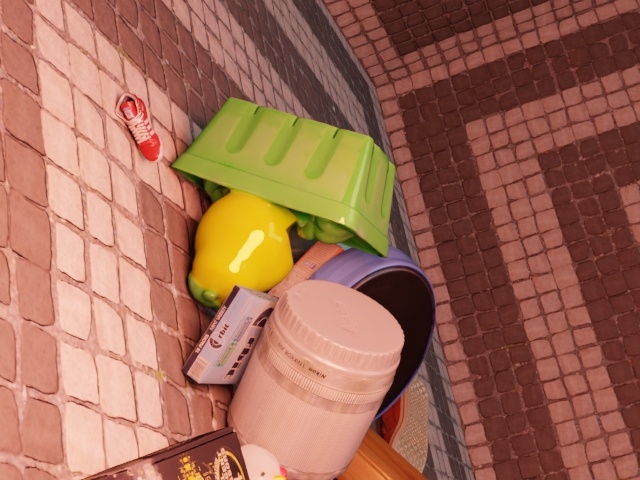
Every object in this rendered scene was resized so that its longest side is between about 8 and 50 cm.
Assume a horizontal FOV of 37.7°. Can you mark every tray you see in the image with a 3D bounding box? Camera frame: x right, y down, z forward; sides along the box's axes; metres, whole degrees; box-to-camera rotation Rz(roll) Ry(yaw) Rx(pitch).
[{"bbox_3d":[0.187,0.530,1.881,0.411,0.076,0.203,40,10,20],"label":"tray"}]

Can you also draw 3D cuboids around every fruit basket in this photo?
[{"bbox_3d":[-0.085,-0.034,1.632,0.283,0.392,0.391,37,37,-65],"label":"fruit basket"}]

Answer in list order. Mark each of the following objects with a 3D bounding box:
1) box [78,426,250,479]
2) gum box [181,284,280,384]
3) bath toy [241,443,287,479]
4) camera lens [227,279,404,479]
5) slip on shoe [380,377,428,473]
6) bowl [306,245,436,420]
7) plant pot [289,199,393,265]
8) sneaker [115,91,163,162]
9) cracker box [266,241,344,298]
[{"bbox_3d":[-0.148,0.449,1.150,0.318,0.097,0.394,8,64,-71],"label":"box"},{"bbox_3d":[-0.127,0.155,1.496,0.041,0.157,0.184,33,1,19],"label":"gum box"},{"bbox_3d":[-0.043,0.463,1.398,0.348,0.151,0.129,65,-5,-15],"label":"bath toy"},{"bbox_3d":[-0.011,0.229,1.492,0.219,0.220,0.274,-73,-174,-67],"label":"camera lens"},{"bbox_3d":[0.205,0.504,2.400,0.123,0.101,0.331,39,41,-26],"label":"slip on shoe"},{"bbox_3d":[0.074,0.197,1.797,0.077,0.391,0.391,29,-19,41],"label":"bowl"},{"bbox_3d":[0.000,0.000,1.984,0.271,0.272,0.255,61,32,-37],"label":"plant pot"},{"bbox_3d":[-0.291,-0.183,1.504,0.118,0.042,0.067,67,9,15],"label":"sneaker"},{"bbox_3d":[-0.025,0.130,1.772,0.067,0.232,0.155,27,-23,43],"label":"cracker box"}]
